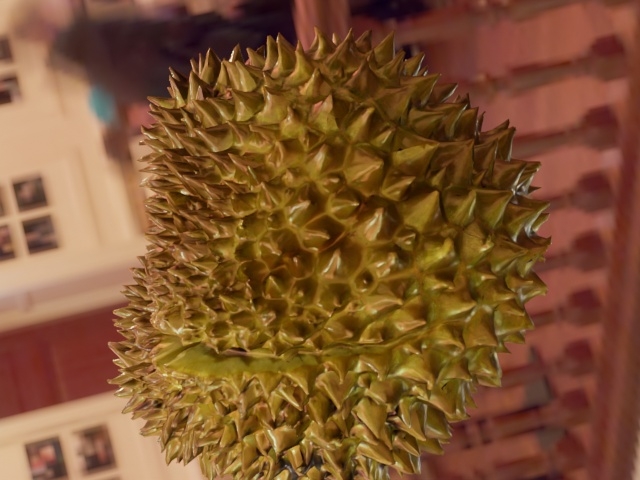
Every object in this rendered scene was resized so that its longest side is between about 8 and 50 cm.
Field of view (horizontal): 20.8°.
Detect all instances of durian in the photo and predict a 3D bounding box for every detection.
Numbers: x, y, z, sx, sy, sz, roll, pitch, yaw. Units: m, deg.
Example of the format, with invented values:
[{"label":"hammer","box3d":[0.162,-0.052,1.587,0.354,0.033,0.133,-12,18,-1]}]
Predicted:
[{"label":"durian","box3d":[0.003,0.014,0.609,0.198,0.146,0.159,116,165,-82]}]
